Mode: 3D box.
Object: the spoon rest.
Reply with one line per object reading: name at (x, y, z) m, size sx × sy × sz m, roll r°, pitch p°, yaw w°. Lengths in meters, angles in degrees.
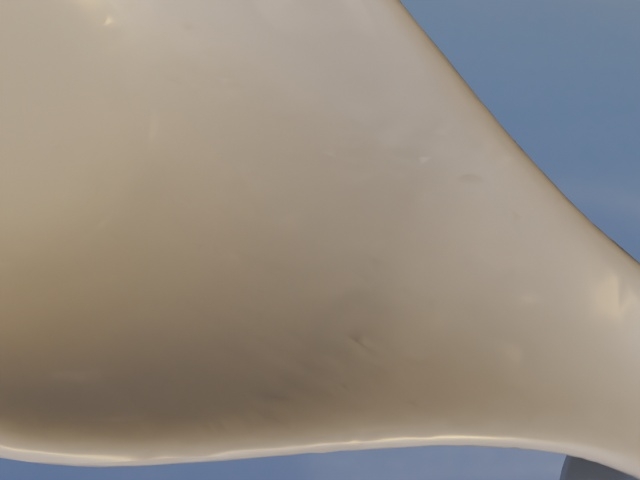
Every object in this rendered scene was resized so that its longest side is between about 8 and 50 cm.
spoon rest at (0.000, 0.000, 0.376) m, size 0.276 × 0.137 × 0.084 m, roll 27°, pitch 167°, yaw -33°
